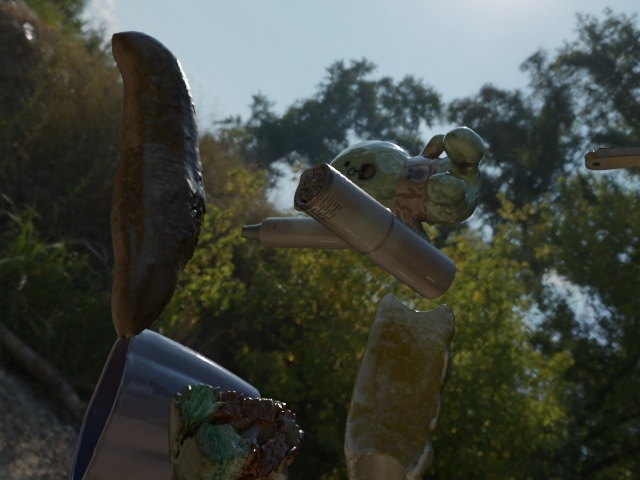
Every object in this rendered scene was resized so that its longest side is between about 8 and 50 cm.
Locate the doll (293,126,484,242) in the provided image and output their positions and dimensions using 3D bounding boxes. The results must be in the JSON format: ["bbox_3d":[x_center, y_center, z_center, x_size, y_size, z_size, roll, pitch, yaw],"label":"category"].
[{"bbox_3d":[0.094,-0.063,0.930,0.275,0.155,0.113,-5,-24,41],"label":"doll"}]

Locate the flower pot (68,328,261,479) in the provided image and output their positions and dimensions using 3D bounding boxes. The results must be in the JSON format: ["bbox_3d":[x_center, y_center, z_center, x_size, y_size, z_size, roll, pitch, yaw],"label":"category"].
[{"bbox_3d":[-0.231,0.285,1.126,0.243,0.265,0.265,19,0,-18],"label":"flower pot"}]

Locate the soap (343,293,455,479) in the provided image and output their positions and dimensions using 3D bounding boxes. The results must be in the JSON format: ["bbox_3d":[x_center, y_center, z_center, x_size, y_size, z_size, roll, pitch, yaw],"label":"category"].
[{"bbox_3d":[0.141,0.293,1.260,0.156,0.293,0.335,14,-25,11],"label":"soap"}]

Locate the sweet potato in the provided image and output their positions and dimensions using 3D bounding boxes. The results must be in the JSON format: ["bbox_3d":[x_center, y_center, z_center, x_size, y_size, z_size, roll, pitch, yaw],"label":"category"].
[{"bbox_3d":[-0.171,-0.056,0.745,0.114,0.092,0.341,33,47,-57],"label":"sweet potato"}]

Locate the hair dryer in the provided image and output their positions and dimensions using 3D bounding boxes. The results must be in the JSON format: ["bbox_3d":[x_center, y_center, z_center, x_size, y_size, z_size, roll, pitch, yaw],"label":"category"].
[{"bbox_3d":[0.007,0.006,0.790,0.195,0.053,0.220,34,-28,-29],"label":"hair dryer"}]

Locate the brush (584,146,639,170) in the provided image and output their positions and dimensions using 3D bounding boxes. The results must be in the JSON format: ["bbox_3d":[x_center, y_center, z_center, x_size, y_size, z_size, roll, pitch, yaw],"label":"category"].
[{"bbox_3d":[0.633,-0.168,1.256,0.327,0.065,0.070,-5,-23,17],"label":"brush"}]

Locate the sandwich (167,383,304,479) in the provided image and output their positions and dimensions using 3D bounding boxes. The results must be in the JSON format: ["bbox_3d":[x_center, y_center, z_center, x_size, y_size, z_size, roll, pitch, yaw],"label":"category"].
[{"bbox_3d":[-0.084,0.228,0.767,0.109,0.160,0.185,58,-29,37],"label":"sandwich"}]
